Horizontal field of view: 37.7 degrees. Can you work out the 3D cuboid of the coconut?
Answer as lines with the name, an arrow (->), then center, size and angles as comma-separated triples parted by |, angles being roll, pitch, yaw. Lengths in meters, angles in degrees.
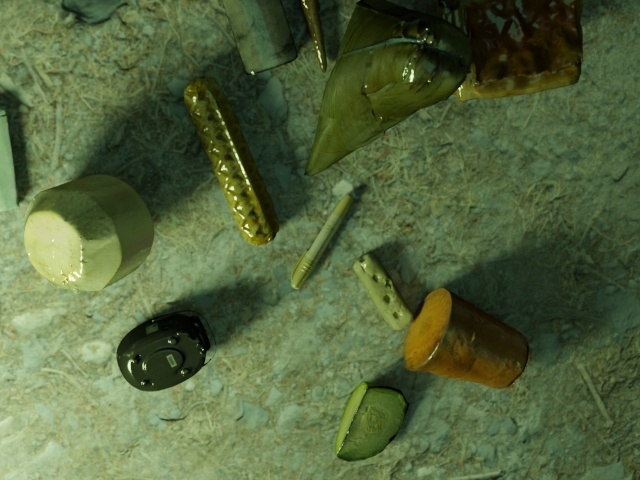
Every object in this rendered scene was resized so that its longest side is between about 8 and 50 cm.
coconut -> -0.433, -0.015, 1.779 | 0.241, 0.241, 0.241 | -4, 104, -14

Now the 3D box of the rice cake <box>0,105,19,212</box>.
rice cake -> -0.665, -0.140, 1.776 | 0.189, 0.037, 0.198 | -14, 106, -12

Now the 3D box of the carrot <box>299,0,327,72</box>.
carrot -> -0.018, -0.460, 1.873 | 0.049, 0.049, 0.254 | -16, 109, -11

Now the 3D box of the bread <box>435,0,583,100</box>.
bread -> 0.370, -0.474, 1.903 | 0.314, 0.191, 0.370 | -9, 93, -8

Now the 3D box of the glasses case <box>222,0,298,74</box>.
glasses case -> -0.140, -0.481, 1.824 | 0.114, 0.060, 0.299 | -22, 108, -9

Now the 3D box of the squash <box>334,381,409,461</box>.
squash -> 0.103, 0.396, 2.105 | 0.184, 0.085, 0.192 | 16, 102, -47

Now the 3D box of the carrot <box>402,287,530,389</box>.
carrot -> 0.331, 0.236, 2.060 | 0.254, 0.196, 0.196 | 24, 96, -19

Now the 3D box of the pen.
pen -> 0.000, 0.000, 1.996 | 0.040, 0.032, 0.233 | 31, 92, 4

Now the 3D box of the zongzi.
zongzi -> 0.116, -0.260, 1.796 | 0.174, 0.356, 0.393 | 23, 98, -26

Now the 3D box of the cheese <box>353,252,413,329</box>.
cheese -> 0.138, 0.114, 2.054 | 0.065, 0.043, 0.194 | -34, 111, 0

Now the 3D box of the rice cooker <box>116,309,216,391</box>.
rice cooker -> -0.316, 0.228, 1.916 | 0.203, 0.118, 0.142 | -24, 108, -5

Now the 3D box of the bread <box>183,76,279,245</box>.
bread -> -0.177, -0.156, 1.887 | 0.077, 0.084, 0.368 | -12, 110, 32
